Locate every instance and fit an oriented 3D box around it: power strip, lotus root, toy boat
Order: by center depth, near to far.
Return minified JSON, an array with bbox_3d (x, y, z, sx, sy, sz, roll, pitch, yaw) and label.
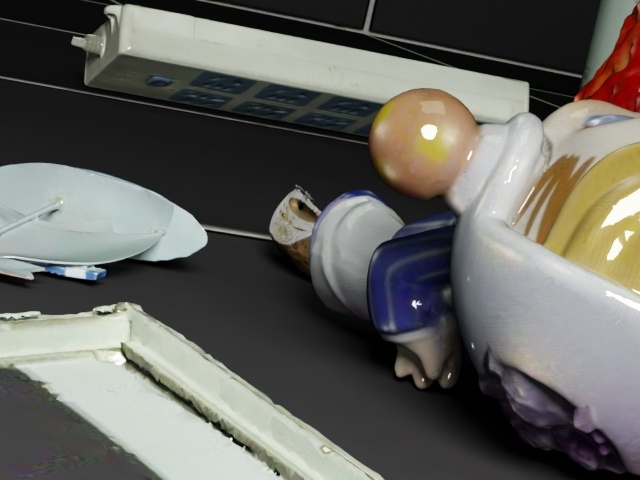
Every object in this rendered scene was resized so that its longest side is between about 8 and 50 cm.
[{"bbox_3d":[-0.099,-0.007,0.845,0.105,0.034,0.149,9,9,-10],"label":"toy boat"},{"bbox_3d":[-0.002,0.001,0.944,0.037,0.030,0.083,42,3,-19],"label":"lotus root"},{"bbox_3d":[-0.015,-0.122,1.538,0.367,0.043,0.106,9,-14,-20],"label":"power strip"}]

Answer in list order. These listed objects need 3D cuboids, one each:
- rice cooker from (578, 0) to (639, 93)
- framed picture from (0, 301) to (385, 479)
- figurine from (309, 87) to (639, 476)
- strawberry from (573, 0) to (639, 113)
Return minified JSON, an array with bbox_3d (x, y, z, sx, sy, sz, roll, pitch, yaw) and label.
[{"bbox_3d":[0.351,-0.175,1.661,0.264,0.316,0.316,11,9,-8],"label":"rice cooker"},{"bbox_3d":[-0.042,0.070,0.268,0.231,0.018,0.293,-3,22,-39],"label":"framed picture"},{"bbox_3d":[0.078,0.013,0.720,0.274,0.133,0.194,8,-13,43],"label":"figurine"},{"bbox_3d":[0.200,-0.063,0.933,0.205,0.244,0.205,10,8,-1],"label":"strawberry"}]
